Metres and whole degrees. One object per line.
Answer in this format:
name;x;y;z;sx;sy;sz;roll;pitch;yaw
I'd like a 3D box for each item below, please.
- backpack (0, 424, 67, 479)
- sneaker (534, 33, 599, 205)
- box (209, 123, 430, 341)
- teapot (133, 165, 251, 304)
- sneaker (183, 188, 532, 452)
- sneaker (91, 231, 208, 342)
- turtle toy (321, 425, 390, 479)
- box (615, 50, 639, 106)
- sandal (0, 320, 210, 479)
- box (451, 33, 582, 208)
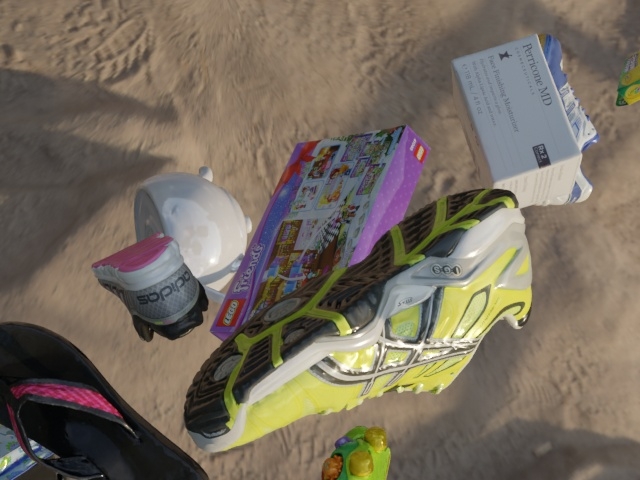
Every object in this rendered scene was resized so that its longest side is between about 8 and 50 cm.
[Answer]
backpack;-0.353;0.245;1.162;0.114;0.105;0.084;2;107;28
sneaker;0.401;-0.201;1.822;0.131;0.112;0.296;4;82;-1
box;0.000;0.000;1.325;0.057;0.201;0.293;41;61;-34
teapot;-0.208;-0.007;1.900;0.187;0.252;0.256;-11;92;-23
sneaker;0.055;0.095;0.998;0.385;0.145;0.147;-30;107;-19
sneaker;-0.124;0.039;0.807;0.063;0.170;0.074;-28;99;-15
turtle toy;0.039;0.247;1.170;0.066;0.130;0.095;3;113;20
box;0.602;-0.311;1.929;0.043;0.105;0.179;42;136;-18
sandal;-0.142;0.110;0.632;0.179;0.040;0.067;37;106;1
box;0.259;-0.150;1.450;0.119;0.182;0.181;-18;75;4
